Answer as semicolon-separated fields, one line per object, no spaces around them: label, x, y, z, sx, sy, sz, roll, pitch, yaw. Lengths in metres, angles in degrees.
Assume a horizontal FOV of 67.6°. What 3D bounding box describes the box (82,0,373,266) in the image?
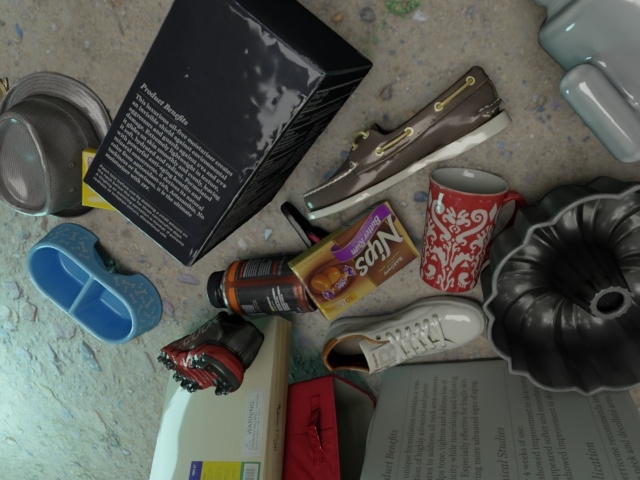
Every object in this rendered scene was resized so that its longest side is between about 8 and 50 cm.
box;-0.106;-0.170;0.650;0.183;0.296;0.294;40;116;-3

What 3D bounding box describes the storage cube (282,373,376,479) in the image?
storage cube;-0.012;0.372;0.876;0.193;0.183;0.215;-20;143;23

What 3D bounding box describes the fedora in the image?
fedora;-0.507;-0.153;0.860;0.244;0.124;0.275;22;116;1

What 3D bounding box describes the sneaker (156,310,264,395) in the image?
sneaker;-0.191;0.193;0.840;0.276;0.135;0.097;-18;115;51

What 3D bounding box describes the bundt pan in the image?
bundt pan;0.384;0.056;0.679;0.332;0.124;0.330;1;116;3

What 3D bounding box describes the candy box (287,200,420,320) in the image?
candy box;0.055;0.031;0.774;0.187;0.053;0.109;-34;101;-7

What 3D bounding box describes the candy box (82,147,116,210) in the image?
candy box;-0.317;-0.094;0.859;0.206;0.027;0.105;10;118;-8

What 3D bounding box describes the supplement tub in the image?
supplement tub;-0.102;0.082;0.860;0.198;0.106;0.105;-5;110;18

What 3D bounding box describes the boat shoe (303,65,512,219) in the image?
boat shoe;0.106;-0.134;0.708;0.325;0.116;0.096;-26;98;20

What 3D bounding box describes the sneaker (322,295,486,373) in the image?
sneaker;0.140;0.180;0.825;0.291;0.123;0.105;-17;105;20

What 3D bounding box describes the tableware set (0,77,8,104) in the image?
tableware set;-0.656;-0.253;0.924;0.169;0.020;0.140;9;117;9

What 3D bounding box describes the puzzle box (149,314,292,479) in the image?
puzzle box;-0.183;0.351;0.844;0.272;0.408;0.052;-15;147;31

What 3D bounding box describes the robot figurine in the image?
robot figurine;0.398;-0.230;0.533;0.353;0.200;0.300;43;88;-4

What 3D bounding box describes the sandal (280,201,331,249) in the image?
sandal;0.000;0.000;0.822;0.040;0.067;0.179;-36;97;14

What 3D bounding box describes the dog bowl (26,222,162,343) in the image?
dog bowl;-0.473;0.097;0.990;0.297;0.074;0.166;41;117;-3

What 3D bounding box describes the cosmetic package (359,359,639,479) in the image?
cosmetic package;0.300;0.414;0.761;0.395;0.329;0.327;-9;110;20

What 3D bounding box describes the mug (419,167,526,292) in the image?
mug;0.227;-0.010;0.727;0.151;0.113;0.169;11;118;13
